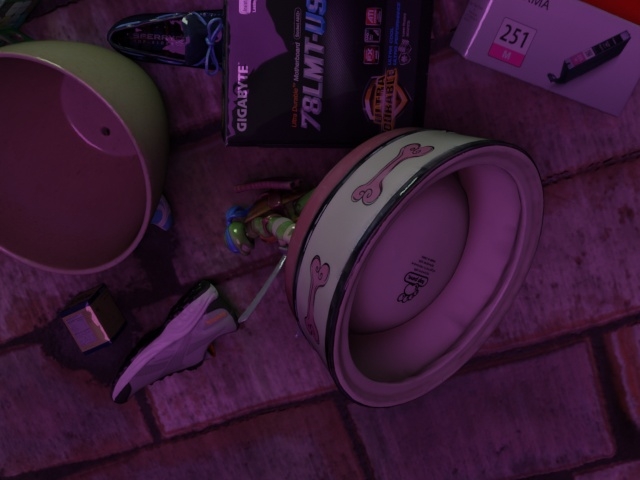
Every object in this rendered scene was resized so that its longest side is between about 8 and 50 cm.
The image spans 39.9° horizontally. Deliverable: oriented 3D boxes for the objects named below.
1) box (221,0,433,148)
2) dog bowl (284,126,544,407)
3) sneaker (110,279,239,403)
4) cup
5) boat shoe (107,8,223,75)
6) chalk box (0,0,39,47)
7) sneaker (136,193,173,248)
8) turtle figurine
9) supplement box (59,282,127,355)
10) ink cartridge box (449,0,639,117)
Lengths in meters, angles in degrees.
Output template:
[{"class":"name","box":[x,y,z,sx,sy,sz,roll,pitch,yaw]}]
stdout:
[{"class":"box","box":[0.008,-0.280,1.253,0.293,0.073,0.296,0,109,-12]},{"class":"dog bowl","box":[0.124,0.024,1.234,0.150,0.408,0.408,35,114,38]},{"class":"sneaker","box":[-0.247,0.189,1.461,0.271,0.100,0.108,-42,104,17]},{"class":"cup","box":[-0.347,-0.150,1.268,0.331,0.237,0.331,8,123,13]},{"class":"boat shoe","box":[-0.187,-0.286,1.301,0.258,0.089,0.109,-4,107,8]},{"class":"chalk box","box":[-0.514,-0.350,1.296,0.213,0.132,0.132,45,107,-7]},{"class":"sneaker","box":[-0.346,-0.009,1.413,0.237,0.085,0.086,-24,99,15]},{"class":"turtle figurine","box":[0.000,0.000,1.322,0.266,0.275,0.198,-33,136,11]},{"class":"supplement box","box":[-0.375,0.130,1.461,0.056,0.083,0.083,-24,105,13]},{"class":"ink cartridge box","box":[0.346,-0.322,1.197,0.275,0.060,0.239,15,111,-22]}]
